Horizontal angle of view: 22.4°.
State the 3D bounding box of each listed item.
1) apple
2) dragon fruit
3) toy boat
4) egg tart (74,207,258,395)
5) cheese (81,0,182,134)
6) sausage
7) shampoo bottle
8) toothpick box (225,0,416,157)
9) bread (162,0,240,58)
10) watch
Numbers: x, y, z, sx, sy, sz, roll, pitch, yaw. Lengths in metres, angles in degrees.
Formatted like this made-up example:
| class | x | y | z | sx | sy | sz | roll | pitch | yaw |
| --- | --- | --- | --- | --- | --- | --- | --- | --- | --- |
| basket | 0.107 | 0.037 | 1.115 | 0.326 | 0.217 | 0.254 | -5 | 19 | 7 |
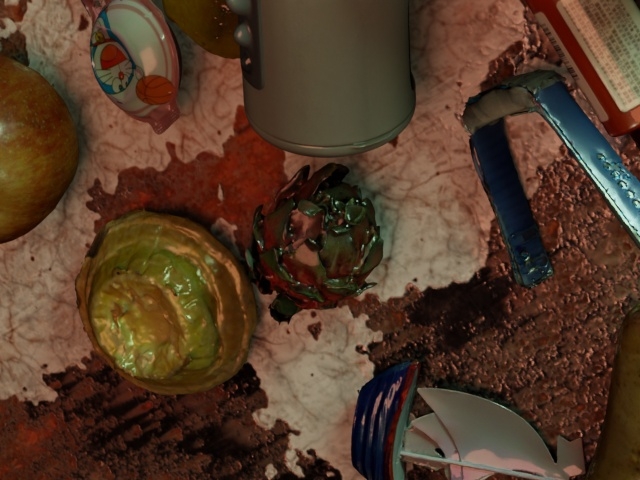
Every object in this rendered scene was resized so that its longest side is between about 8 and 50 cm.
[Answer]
| class | x | y | z | sx | sy | sz | roll | pitch | yaw |
| --- | --- | --- | --- | --- | --- | --- | --- | --- | --- |
| apple | -0.495 | -0.119 | 2.187 | 0.309 | 0.250 | 0.277 | -3 | 110 | 24 |
| dragon fruit | -0.004 | 0.004 | 2.057 | 0.189 | 0.182 | 0.182 | -23 | 100 | 45 |
| toy boat | 0.179 | 0.253 | 2.136 | 0.318 | 0.072 | 0.219 | -12 | 109 | 26 |
| egg tart | -0.229 | 0.098 | 2.235 | 0.290 | 0.115 | 0.290 | 9 | 113 | 23 |
| cheese | -0.260 | -0.274 | 2.104 | 0.189 | 0.074 | 0.286 | -32 | 84 | 49 |
| sausage | 0.391 | 0.291 | 2.016 | 0.136 | 0.123 | 0.500 | 21 | 119 | 19 |
| shampoo bottle | 0.345 | -0.192 | 1.840 | 0.104 | 0.104 | 0.278 | -29 | 97 | 32 |
| toothpick box | -0.004 | -0.271 | 1.861 | 0.229 | 0.229 | 0.316 | 14 | 132 | 20 |
| bread | -0.087 | -0.398 | 1.953 | 0.166 | 0.112 | 0.383 | 29 | 122 | 11 |
| watch | 0.292 | -0.066 | 1.881 | 0.276 | 0.068 | 0.274 | -1 | 112 | 55 |
